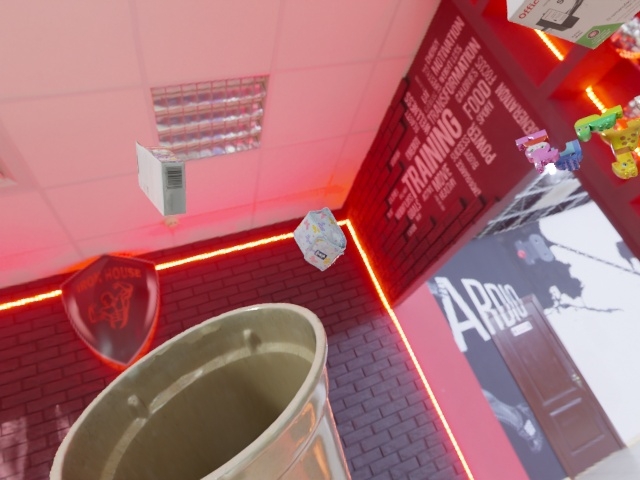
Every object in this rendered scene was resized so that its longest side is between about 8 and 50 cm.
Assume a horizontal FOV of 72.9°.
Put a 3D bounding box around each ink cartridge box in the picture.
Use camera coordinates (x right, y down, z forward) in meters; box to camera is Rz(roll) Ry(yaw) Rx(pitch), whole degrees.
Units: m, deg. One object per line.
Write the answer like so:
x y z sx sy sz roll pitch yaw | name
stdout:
0.486 -0.471 0.818 0.208 0.087 0.153 12 -19 -10 | ink cartridge box
-0.193 -0.079 0.521 0.029 0.115 0.063 -10 -61 -33 | ink cartridge box

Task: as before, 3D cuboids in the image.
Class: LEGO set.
0.450 -0.145 0.691 0.227 0.093 0.087 -18 -33 32 | LEGO set

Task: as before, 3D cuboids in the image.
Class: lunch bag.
0.000 0.000 0.713 0.053 0.083 0.071 -18 -20 -39 | lunch bag

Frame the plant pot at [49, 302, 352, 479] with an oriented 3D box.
-0.093 0.300 0.559 0.333 0.306 0.334 -21 18 7 | plant pot
